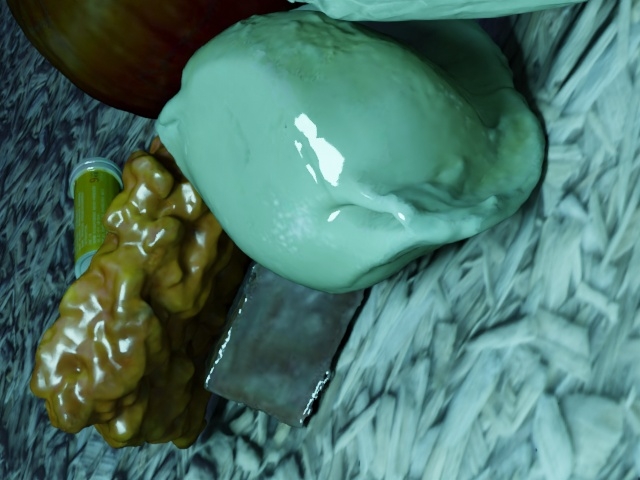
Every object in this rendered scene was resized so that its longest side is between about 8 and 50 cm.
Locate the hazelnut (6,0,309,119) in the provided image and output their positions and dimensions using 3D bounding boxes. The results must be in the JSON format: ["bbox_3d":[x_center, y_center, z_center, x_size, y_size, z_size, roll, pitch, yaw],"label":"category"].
[{"bbox_3d":[-0.170,-0.336,2.213,0.429,0.402,0.402,-42,30,37],"label":"hazelnut"}]

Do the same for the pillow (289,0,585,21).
[{"bbox_3d":[0.108,-0.272,1.584,0.283,0.310,0.138,-90,-8,-60],"label":"pillow"}]

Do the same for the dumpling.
[{"bbox_3d":[0.018,-0.092,1.579,0.270,0.320,0.212,-45,-16,8],"label":"dumpling"}]

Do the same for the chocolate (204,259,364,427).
[{"bbox_3d":[0.000,0.000,1.764,0.112,0.112,0.321,-142,76,-79],"label":"chocolate"}]

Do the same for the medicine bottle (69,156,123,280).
[{"bbox_3d":[-0.290,-0.022,2.548,0.074,0.074,0.218,-55,24,26],"label":"medicine bottle"}]

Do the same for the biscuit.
[{"bbox_3d":[-0.130,0.040,1.823,0.318,0.110,0.312,-66,-18,3],"label":"biscuit"}]
